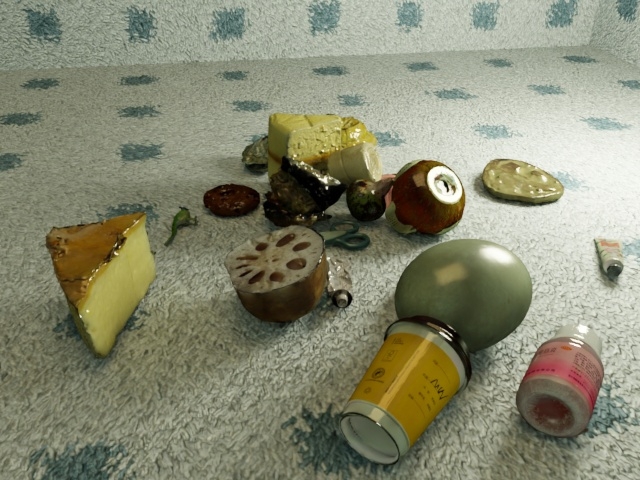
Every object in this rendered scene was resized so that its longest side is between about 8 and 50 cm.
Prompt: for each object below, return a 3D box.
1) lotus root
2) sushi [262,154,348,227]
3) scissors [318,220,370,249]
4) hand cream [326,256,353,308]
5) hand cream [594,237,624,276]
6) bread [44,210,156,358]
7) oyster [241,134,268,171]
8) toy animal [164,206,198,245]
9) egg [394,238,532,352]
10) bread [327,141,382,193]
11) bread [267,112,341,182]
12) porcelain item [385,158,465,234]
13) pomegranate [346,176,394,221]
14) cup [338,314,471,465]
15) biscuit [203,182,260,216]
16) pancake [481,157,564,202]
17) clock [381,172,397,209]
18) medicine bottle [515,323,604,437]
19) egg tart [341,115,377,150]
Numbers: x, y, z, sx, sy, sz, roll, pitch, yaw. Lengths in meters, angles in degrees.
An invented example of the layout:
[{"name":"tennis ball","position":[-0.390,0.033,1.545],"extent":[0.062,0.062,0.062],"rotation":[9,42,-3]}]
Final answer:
[{"name":"lotus root","position":[-0.097,0.098,1.547],"extent":[0.272,0.191,0.272],"rotation":[-5,38,4]},{"name":"sushi","position":[-0.061,-0.128,1.930],"extent":[0.225,0.218,0.238],"rotation":[29,0,5]},{"name":"scissors","position":[0.000,0.000,1.847],"extent":[0.289,0.041,0.138],"rotation":[-12,41,-21]},{"name":"hand cream","position":[0.052,0.108,1.663],"extent":[0.084,0.050,0.257],"rotation":[1,24,-4]},{"name":"hand cream","position":[0.827,0.038,1.807],"extent":[0.080,0.050,0.234],"rotation":[6,25,17]},{"name":"bread","position":[-0.476,0.091,1.494],"extent":[0.279,0.248,0.315],"rotation":[-21,41,-30]},{"name":"oyster","position":[-0.160,-0.322,2.294],"extent":[0.268,0.112,0.198],"rotation":[-11,28,14]},{"name":"toy animal","position":[-0.413,-0.047,1.923],"extent":[0.075,0.041,0.216],"rotation":[0,35,1]},{"name":"egg","position":[0.324,0.123,1.440],"extent":[0.352,0.258,0.258],"rotation":[-9,31,-29]},{"name":"bread","position":[0.113,-0.237,2.060],"extent":[0.141,0.134,0.148],"rotation":[-15,46,25]},{"name":"bread","position":[-0.051,-0.303,2.144],"extent":[0.236,0.263,0.198],"rotation":[-16,39,-25]},{"name":"porcelain item","position":[0.310,-0.119,1.936],"extent":[0.253,0.252,0.253],"rotation":[1,31,0]},{"name":"pomegranate","position":[0.156,-0.134,1.972],"extent":[0.163,0.125,0.138],"rotation":[-33,82,-8]},{"name":"cup","position":[0.164,0.290,1.241],"extent":[0.197,0.196,0.280],"rotation":[20,44,28]},{"name":"biscuit","position":[-0.287,-0.135,2.064],"extent":[0.192,0.049,0.192],"rotation":[3,33,-2]},{"name":"pancake","position":[0.691,-0.205,2.204],"extent":[0.295,0.049,0.294],"rotation":[2,34,-1]},{"name":"clock","position":[0.228,-0.175,2.103],"extent":[0.166,0.092,0.162],"rotation":[-11,30,-18]},{"name":"medicine bottle","position":[0.498,0.276,1.297],"extent":[0.147,0.147,0.247],"rotation":[17,35,26]},{"name":"egg tart","position":[0.077,-0.413,2.479],"extent":[0.291,0.115,0.290],"rotation":[1,29,-1]}]
